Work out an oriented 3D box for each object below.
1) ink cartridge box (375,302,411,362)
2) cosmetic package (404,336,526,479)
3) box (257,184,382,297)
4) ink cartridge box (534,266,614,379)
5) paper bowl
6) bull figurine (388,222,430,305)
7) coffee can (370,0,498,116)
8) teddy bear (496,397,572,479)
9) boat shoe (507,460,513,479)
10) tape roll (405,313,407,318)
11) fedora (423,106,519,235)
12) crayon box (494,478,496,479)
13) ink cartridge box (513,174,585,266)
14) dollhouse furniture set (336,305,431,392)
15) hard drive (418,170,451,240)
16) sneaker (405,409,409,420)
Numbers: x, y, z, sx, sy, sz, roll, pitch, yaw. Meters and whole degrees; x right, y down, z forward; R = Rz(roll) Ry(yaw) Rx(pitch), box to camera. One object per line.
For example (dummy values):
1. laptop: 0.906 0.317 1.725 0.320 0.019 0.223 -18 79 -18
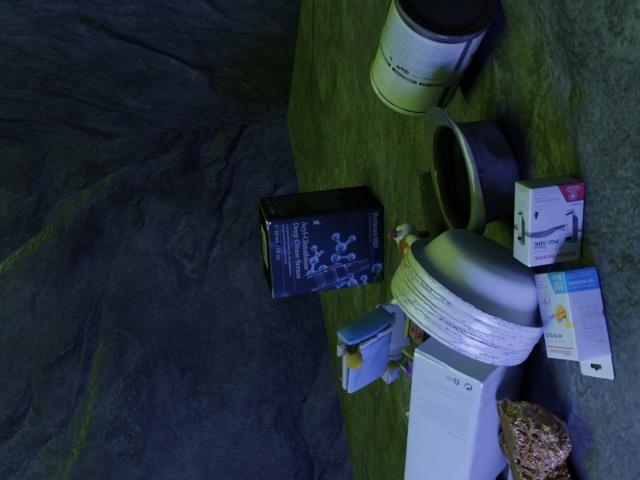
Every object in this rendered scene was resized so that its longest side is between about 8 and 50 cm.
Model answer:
1. ink cartridge box: 0.220 0.306 2.329 0.208 0.086 0.153 104 157 -66
2. cosmetic package: 0.294 0.353 1.466 0.156 0.217 0.385 24 126 32
3. box: 0.000 0.000 2.469 0.212 0.395 0.294 -118 23 -62
4. ink cartridge box: 0.416 0.139 1.181 0.104 0.061 0.182 146 116 -79
5. paper bowl: 0.283 0.085 1.308 0.148 0.284 0.284 -65 23 21
6. bull figurine: 0.256 0.094 1.638 0.310 0.101 0.189 38 133 35
7. coffee can: 0.223 -0.413 1.478 0.275 0.201 0.202 107 154 -67
8. teddy bear: 0.417 0.444 1.333 0.245 0.113 0.338 -145 41 -86
9. boat shoe: 0.413 0.458 1.480 0.045 0.050 0.136 -168 68 -67
10. tape roll: 0.282 0.156 1.920 0.219 0.072 0.219 174 90 -80
11. fedora: 0.307 -0.141 1.417 0.243 0.124 0.276 169 87 -82
12. crayon box: 0.365 0.705 1.671 0.313 0.106 0.363 100 154 -56
13. ink cartridge box: 0.376 -0.032 1.181 0.056 0.099 0.135 -127 30 -68
14. dollhouse furniture set: 0.191 0.317 1.720 0.198 0.303 0.287 40 143 38
15. hard drive: 0.299 -0.045 1.730 0.172 0.054 0.255 159 102 -79
16. sneaker: 0.309 0.507 1.930 0.300 0.111 0.122 126 132 -79
